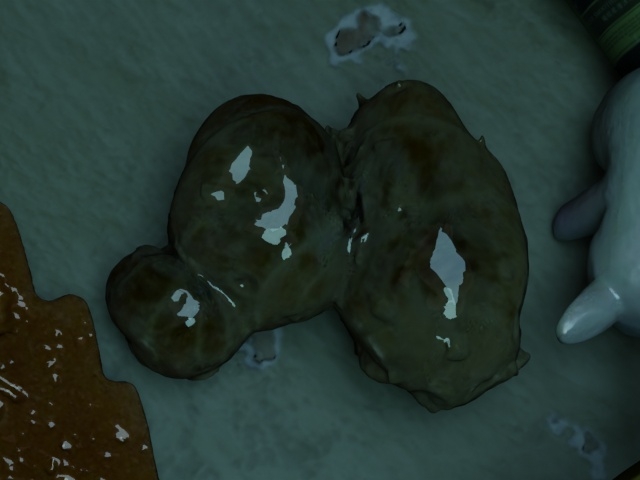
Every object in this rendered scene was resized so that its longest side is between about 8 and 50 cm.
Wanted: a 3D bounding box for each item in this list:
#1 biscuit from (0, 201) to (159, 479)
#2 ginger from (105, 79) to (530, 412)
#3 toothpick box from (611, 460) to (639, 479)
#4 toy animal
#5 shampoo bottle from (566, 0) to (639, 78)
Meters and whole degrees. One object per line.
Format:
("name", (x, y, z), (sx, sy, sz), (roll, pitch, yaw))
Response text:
("biscuit", (-0.236, 0.125, 1.245), (0.306, 0.043, 0.284), (37, 57, -2))
("ginger", (0.000, 0.000, 1.297), (0.304, 0.155, 0.244), (1, 80, -2))
("toothpick box", (0.309, 0.305, 1.112), (0.409, 0.425, 0.409), (0, 83, 4))
("toy animal", (0.245, 0.006, 1.347), (0.140, 0.138, 0.282), (14, 78, 1))
("shampoo bottle", (0.206, -0.258, 1.430), (0.101, 0.101, 0.284), (-31, 81, -18))
